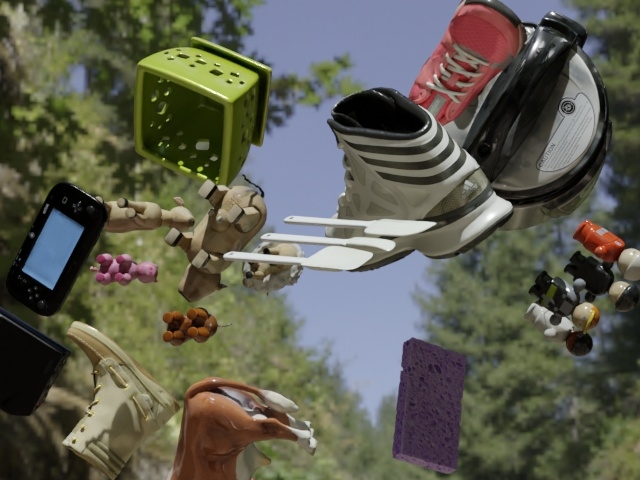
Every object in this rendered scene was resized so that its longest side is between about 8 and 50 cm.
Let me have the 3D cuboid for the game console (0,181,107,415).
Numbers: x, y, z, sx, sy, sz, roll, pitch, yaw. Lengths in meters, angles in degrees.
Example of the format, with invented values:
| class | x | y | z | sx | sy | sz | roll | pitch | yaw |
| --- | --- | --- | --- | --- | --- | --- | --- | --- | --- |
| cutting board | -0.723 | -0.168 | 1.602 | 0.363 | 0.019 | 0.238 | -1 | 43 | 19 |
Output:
| class | x | y | z | sx | sy | sz | roll | pitch | yaw |
| --- | --- | --- | --- | --- | --- | --- | --- | --- | --- |
| game console | -0.454 | 0.076 | 1.879 | 0.213 | 0.361 | 0.044 | 30 | 7 | 8 |

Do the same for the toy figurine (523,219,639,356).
| class | x | y | z | sx | sy | sz | roll | pitch | yaw |
| --- | --- | --- | --- | --- | --- | --- | --- | --- | --- |
| toy figurine | 0.482 | 0.095 | 2.212 | 0.148 | 0.209 | 0.213 | 36 | -21 | 19 |

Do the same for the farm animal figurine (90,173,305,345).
| class | x | y | z | sx | sy | sz | roll | pitch | yaw |
| --- | --- | --- | --- | --- | --- | --- | --- | --- | --- |
| farm animal figurine | -0.217 | 0.012 | 2.114 | 0.327 | 0.330 | 0.172 | -37 | -18 | 12 |

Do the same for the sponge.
| class | x | y | z | sx | sy | sz | roll | pitch | yaw |
| --- | --- | --- | --- | --- | --- | --- | --- | --- | --- |
| sponge | 0.184 | 0.277 | 2.062 | 0.117 | 0.210 | 0.031 | 21 | -30 | -24 |

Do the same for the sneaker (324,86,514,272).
| class | x | y | z | sx | sy | sz | roll | pitch | yaw |
| --- | --- | --- | --- | --- | --- | --- | --- | --- | --- |
| sneaker | 0.092 | -0.104 | 1.833 | 0.169 | 0.257 | 0.447 | -37 | 11 | -23 |

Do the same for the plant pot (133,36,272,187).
| class | x | y | z | sx | sy | sz | roll | pitch | yaw |
| --- | --- | --- | --- | --- | --- | --- | --- | --- | --- |
| plant pot | -0.227 | -0.273 | 2.490 | 0.228 | 0.207 | 0.227 | 25 | -48 | 18 |

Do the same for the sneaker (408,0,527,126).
| class | x | y | z | sx | sy | sz | roll | pitch | yaw |
| --- | --- | --- | --- | --- | --- | --- | --- | --- | --- |
| sneaker | 0.207 | -0.241 | 1.822 | 0.116 | 0.136 | 0.314 | 31 | -25 | 0 |

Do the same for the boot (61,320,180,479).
| class | x | y | z | sx | sy | sz | roll | pitch | yaw |
| --- | --- | --- | --- | --- | --- | --- | --- | --- | --- |
| boot | -0.423 | 0.299 | 2.307 | 0.262 | 0.203 | 0.095 | 43 | -16 | -4 |

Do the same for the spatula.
| class | x | y | z | sx | sy | sz | roll | pitch | yaw |
| --- | --- | --- | --- | --- | --- | --- | --- | --- | --- |
| spatula | 0.000 | 0.000 | 1.519 | 0.242 | 0.019 | 0.168 | 5 | 28 | 43 |

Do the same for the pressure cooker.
| class | x | y | z | sx | sy | sz | roll | pitch | yaw |
| --- | --- | --- | --- | --- | --- | --- | --- | --- | --- |
| pressure cooker | 0.361 | -0.218 | 2.365 | 0.376 | 0.369 | 0.420 | -12 | -12 | 3 |

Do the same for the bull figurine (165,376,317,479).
| class | x | y | z | sx | sy | sz | roll | pitch | yaw |
| --- | --- | --- | --- | --- | --- | --- | --- | --- | --- |
| bull figurine | -0.116 | 0.296 | 1.543 | 0.188 | 0.101 | 0.310 | 12 | -49 | -3 |
